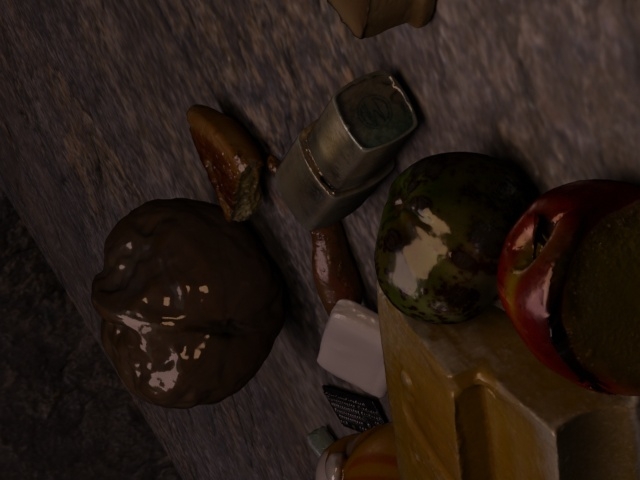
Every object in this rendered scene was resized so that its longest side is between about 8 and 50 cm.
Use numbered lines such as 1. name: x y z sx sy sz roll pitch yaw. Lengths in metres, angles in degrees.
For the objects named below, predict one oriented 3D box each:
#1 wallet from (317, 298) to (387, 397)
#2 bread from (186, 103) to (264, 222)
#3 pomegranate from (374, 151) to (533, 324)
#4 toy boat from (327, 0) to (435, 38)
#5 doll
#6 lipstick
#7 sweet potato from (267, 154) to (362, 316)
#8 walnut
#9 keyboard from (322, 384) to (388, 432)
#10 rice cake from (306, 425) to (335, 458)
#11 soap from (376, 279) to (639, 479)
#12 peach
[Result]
1. wallet: 0.045 0.116 1.782 0.095 0.033 0.190 29 159 3
2. bread: -0.112 -0.105 1.944 0.136 0.054 0.154 56 158 19
3. pomegranate: 0.116 0.007 1.269 0.163 0.138 0.125 32 -178 26
4. toy boat: 0.015 -0.248 1.279 0.188 0.061 0.116 57 164 22
5. doll: 0.074 0.279 1.794 0.269 0.162 0.167 106 165 -76
6. lipstick: 0.022 -0.078 1.505 0.077 0.079 0.253 61 165 5
7. sweet potato: 0.000 0.000 1.756 0.050 0.050 0.214 36 152 58
8. walnut: -0.168 0.076 2.103 0.273 0.227 0.273 51 157 31
9. keyboard: 0.046 0.210 2.044 0.064 0.010 0.198 63 165 -8
10. rice cake: 0.046 0.327 2.195 0.208 0.033 0.033 53 172 28
11. soap: 0.163 0.172 1.380 0.259 0.143 0.281 42 150 46
12. peach: 0.189 0.034 1.136 0.172 0.127 0.092 42 169 -33
